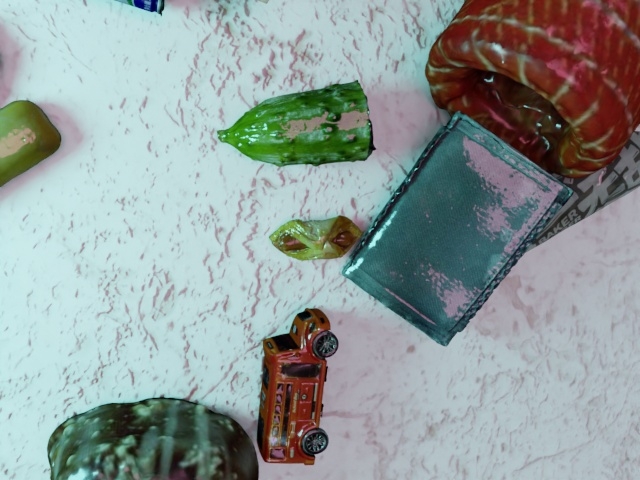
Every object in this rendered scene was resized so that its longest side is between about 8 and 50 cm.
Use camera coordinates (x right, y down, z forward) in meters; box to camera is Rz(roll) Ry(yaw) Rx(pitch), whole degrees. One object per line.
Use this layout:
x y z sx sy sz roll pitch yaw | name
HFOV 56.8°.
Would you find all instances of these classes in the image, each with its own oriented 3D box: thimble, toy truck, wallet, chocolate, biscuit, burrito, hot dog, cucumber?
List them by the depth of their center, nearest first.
-0.554 -0.154 0.838 0.290 0.062 0.237 -34 104 -9 | biscuit
0.349 -0.274 0.917 0.350 0.350 0.230 37 86 -17 | thimble
-0.260 0.384 0.918 0.340 0.210 0.225 7 94 -16 | chocolate
-0.042 -0.177 0.942 0.244 0.134 0.134 -8 100 -4 | cucumber
0.000 -0.001 1.003 0.169 0.061 0.078 -7 101 -13 | hot dog
-0.044 0.243 1.004 0.114 0.107 0.253 3 98 -16 | toy truck
0.222 -0.016 1.010 0.237 0.075 0.342 34 105 0 | wallet
0.476 -0.110 1.091 0.445 0.101 0.139 -27 93 -7 | burrito

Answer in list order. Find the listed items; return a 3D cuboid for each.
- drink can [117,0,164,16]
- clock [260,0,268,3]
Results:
-0.332 -0.403 0.839 0.235 0.097 0.097 13 95 -17 | drink can
-0.120 -0.477 0.840 0.220 0.106 0.255 16 77 -16 | clock
